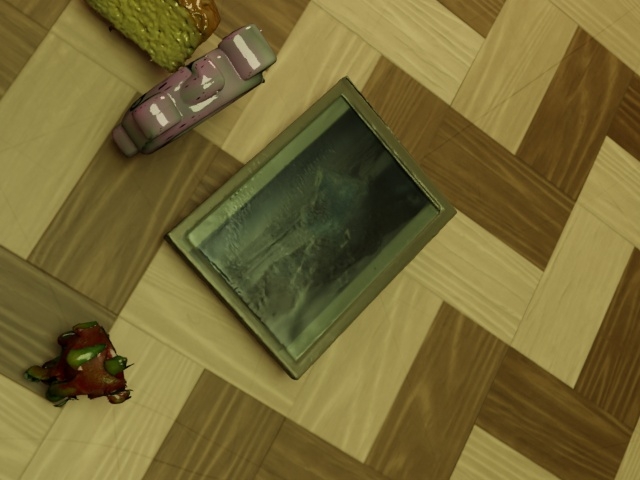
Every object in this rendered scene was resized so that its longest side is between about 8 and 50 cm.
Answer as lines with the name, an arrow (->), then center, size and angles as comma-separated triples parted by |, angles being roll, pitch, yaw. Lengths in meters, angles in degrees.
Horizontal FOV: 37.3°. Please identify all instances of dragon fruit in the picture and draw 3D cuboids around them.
dragon fruit -> -0.352, 0.196, 1.419 | 0.175, 0.142, 0.138 | -24, 72, 2

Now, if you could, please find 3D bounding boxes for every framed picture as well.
framed picture -> 0.000, -0.029, 1.621 | 0.326, 0.028, 0.446 | 48, 67, -8

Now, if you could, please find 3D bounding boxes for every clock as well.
clock -> -0.202, -0.226, 1.487 | 0.248, 0.227, 0.090 | -38, 99, -25

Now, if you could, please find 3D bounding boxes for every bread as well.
bread -> -0.265, -0.385, 1.520 | 0.229, 0.143, 0.139 | 41, 33, -3
